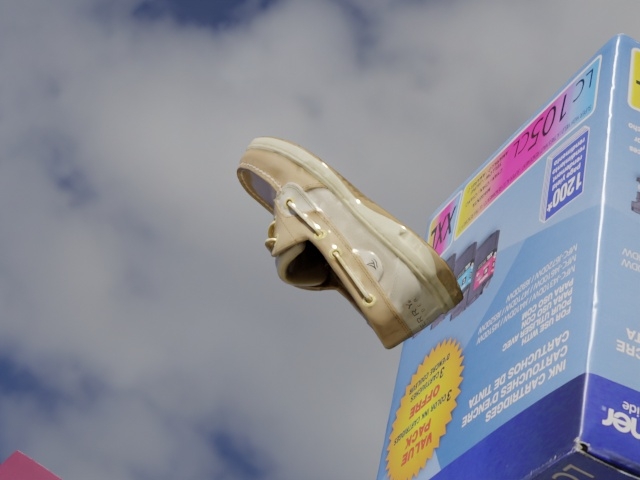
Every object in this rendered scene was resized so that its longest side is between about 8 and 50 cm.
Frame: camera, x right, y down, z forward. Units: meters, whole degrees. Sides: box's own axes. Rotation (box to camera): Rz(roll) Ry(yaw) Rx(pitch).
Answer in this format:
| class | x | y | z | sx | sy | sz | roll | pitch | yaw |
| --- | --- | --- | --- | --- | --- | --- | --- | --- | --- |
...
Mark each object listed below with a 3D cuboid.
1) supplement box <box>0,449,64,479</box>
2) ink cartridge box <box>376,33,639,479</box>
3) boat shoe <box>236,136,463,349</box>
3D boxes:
| class | x | y | z | sx | sy | sz | roll | pitch | yaw |
| --- | --- | --- | --- | --- | --- | --- | --- | --- | --- |
| supplement box | -0.212 | 0.272 | 1.183 | 0.081 | 0.104 | 0.188 | 20 | -35 | 47 |
| ink cartridge box | 0.164 | 0.101 | 0.995 | 0.151 | 0.395 | 0.270 | 24 | -40 | -15 |
| boat shoe | 0.000 | 0.000 | 0.800 | 0.170 | 0.059 | 0.063 | 36 | -15 | 43 |
